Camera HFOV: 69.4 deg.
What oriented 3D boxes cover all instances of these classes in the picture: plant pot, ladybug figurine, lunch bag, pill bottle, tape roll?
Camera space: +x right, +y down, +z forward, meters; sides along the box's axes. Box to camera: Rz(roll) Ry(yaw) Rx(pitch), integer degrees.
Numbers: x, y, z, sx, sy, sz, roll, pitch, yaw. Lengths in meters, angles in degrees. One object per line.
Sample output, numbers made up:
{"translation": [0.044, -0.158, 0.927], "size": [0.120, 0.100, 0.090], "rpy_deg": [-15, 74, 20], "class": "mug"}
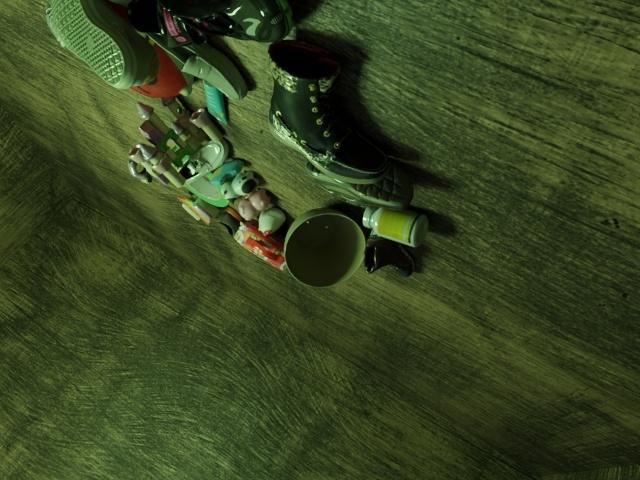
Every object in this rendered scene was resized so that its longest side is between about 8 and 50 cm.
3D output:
{"translation": [0.000, 0.000, 1.649], "size": [0.284, 0.284, 0.191], "rpy_deg": [48, -173, -27], "class": "plant pot"}
{"translation": [-0.586, -0.593, 1.396], "size": [0.449, 0.162, 0.305], "rpy_deg": [39, 155, -9], "class": "ladybug figurine"}
{"translation": [-0.227, 0.023, 1.990], "size": [0.293, 0.120, 0.258], "rpy_deg": [33, -173, -2], "class": "lunch bag"}
{"translation": [0.226, -0.052, 1.405], "size": [0.184, 0.103, 0.103], "rpy_deg": [20, 152, 30], "class": "pill bottle"}
{"translation": [-0.500, -0.280, 1.961], "size": [0.321, 0.077, 0.321], "rpy_deg": [28, 156, 14], "class": "tape roll"}

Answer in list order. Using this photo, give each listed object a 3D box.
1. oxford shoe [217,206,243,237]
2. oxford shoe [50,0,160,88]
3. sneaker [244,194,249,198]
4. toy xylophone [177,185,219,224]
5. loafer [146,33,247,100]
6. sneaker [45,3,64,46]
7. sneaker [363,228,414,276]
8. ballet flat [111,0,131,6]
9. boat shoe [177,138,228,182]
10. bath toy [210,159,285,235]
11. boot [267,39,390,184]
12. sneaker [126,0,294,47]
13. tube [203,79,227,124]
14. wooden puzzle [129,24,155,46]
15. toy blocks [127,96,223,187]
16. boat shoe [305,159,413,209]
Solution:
{"translation": [-0.384, -0.036, 2.226], "size": [0.271, 0.098, 0.097], "rpy_deg": [45, 154, -21], "class": "oxford shoe"}
{"translation": [-0.570, -0.544, 1.207], "size": [0.449, 0.130, 0.169], "rpy_deg": [46, 126, 20], "class": "oxford shoe"}
{"translation": [-0.303, -0.184, 1.921], "size": [0.067, 0.042, 0.118], "rpy_deg": [18, 143, 25], "class": "sneaker"}
{"translation": [-0.599, -0.177, 2.225], "size": [0.236, 0.081, 0.323], "rpy_deg": [43, 166, -13], "class": "toy xylophone"}
{"translation": [-0.347, -0.505, 1.302], "size": [0.319, 0.111, 0.112], "rpy_deg": [40, 157, -17], "class": "loafer"}
{"translation": [-0.881, -0.750, 1.560], "size": [0.115, 0.105, 0.281], "rpy_deg": [47, 154, -25], "class": "sneaker"}
{"translation": [0.216, 0.071, 1.570], "size": [0.106, 0.162, 0.281], "rpy_deg": [10, 145, 44], "class": "sneaker"}
{"translation": [-0.604, -0.744, 1.183], "size": [0.400, 0.139, 0.139], "rpy_deg": [46, 156, 1], "class": "ballet flat"}
{"translation": [-0.455, -0.294, 1.741], "size": [0.268, 0.088, 0.096], "rpy_deg": [-25, 99, 32], "class": "boat shoe"}
{"translation": [-0.279, -0.148, 1.821], "size": [0.151, 0.129, 0.348], "rpy_deg": [-13, 132, 35], "class": "bath toy"}
{"translation": [0.018, -0.316, 1.166], "size": [0.377, 0.138, 0.284], "rpy_deg": [34, 156, 16], "class": "boot"}
{"translation": [-0.261, -0.516, 1.067], "size": [0.483, 0.202, 0.185], "rpy_deg": [19, 152, 33], "class": "sneaker"}
{"translation": [-0.339, -0.451, 1.484], "size": [0.080, 0.052, 0.207], "rpy_deg": [40, 162, 7], "class": "tube"}
{"translation": [-0.520, -0.556, 1.282], "size": [0.116, 0.078, 0.014], "rpy_deg": [20, -168, -15], "class": "wooden puzzle"}
{"translation": [-0.573, -0.375, 1.633], "size": [0.309, 0.288, 0.260], "rpy_deg": [14, 153, 44], "class": "toy blocks"}
{"translation": [0.119, -0.169, 1.332], "size": [0.355, 0.132, 0.130], "rpy_deg": [29, 166, 34], "class": "boat shoe"}
